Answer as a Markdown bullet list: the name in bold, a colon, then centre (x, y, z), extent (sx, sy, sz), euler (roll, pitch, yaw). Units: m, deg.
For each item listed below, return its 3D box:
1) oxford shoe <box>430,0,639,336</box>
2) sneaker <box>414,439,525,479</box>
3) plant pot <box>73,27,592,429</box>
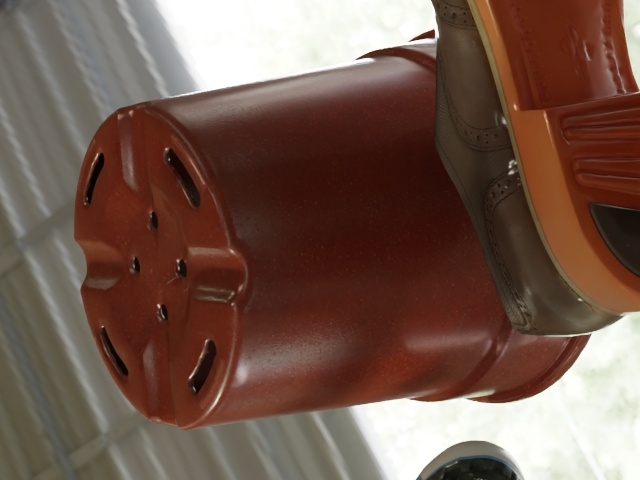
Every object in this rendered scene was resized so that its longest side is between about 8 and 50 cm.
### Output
- **oxford shoe**: centre (0.098, -0.121, 0.812), extent (0.130, 0.132, 0.364), euler (-3, -108, -31)
- **sneaker**: centre (0.096, 0.181, 0.941), extent (0.237, 0.085, 0.086), euler (83, -168, -57)
- **plant pot**: centre (0.000, 0.000, 0.940), extent (0.265, 0.272, 0.272), euler (-10, -114, -36)
